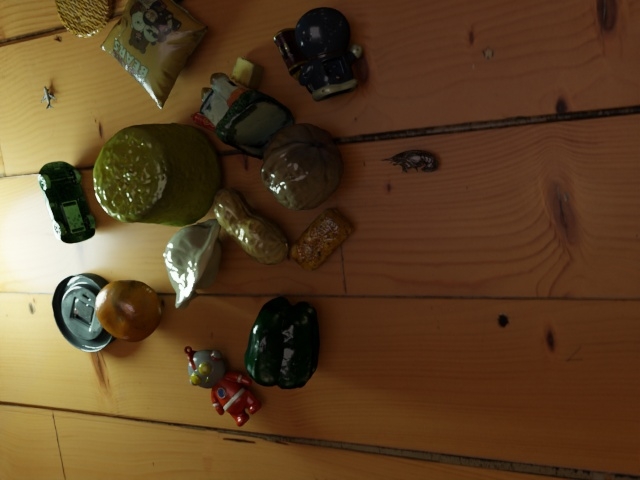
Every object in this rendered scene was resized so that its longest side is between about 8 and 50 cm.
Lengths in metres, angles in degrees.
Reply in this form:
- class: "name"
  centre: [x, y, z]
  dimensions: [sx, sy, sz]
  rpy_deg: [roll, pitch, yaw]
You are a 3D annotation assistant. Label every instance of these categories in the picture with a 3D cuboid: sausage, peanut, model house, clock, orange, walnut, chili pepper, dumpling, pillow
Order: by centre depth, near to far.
- class: "clock"
  centre: [0.022, -0.529, 1.585]
  dimensions: [0.200, 0.146, 0.243]
  rpy_deg: [-16, 97, -8]
- class: "walnut"
  centre: [-0.058, -0.211, 1.641]
  dimensions: [0.248, 0.248, 0.248]
  rpy_deg: [5, 102, 22]
- class: "model house"
  centre: [-0.259, -0.401, 1.690]
  dimensions: [0.291, 0.253, 0.184]
  rpy_deg: [41, 106, 23]
- class: "chili pepper"
  centre: [-0.113, 0.318, 1.770]
  dimensions: [0.233, 0.248, 0.256]
  rpy_deg: [9, 104, -3]
- class: "peanut"
  centre: [-0.226, -0.045, 1.791]
  dimensions: [0.305, 0.147, 0.147]
  rpy_deg: [42, 113, 13]
- class: "pillow"
  centre: [-0.539, -0.643, 1.806]
  dimensions: [0.310, 0.119, 0.312]
  rpy_deg: [43, 115, 5]
- class: "sausage"
  centre: [-0.361, -0.384, 1.828]
  dimensions: [0.145, 0.048, 0.050]
  rpy_deg: [26, 104, 18]
- class: "dumpling"
  centre: [-0.425, 0.079, 1.846]
  dimensions: [0.187, 0.243, 0.318]
  rpy_deg: [20, 123, -13]
- class: "orange"
  centre: [-0.679, 0.244, 2.013]
  dimensions: [0.240, 0.171, 0.240]
  rpy_deg: [7, 116, 16]
- class: "clock"
  centre: [-0.896, 0.274, 2.170]
  dimensions: [0.313, 0.061, 0.312]
  rpy_deg: [5, 102, 22]

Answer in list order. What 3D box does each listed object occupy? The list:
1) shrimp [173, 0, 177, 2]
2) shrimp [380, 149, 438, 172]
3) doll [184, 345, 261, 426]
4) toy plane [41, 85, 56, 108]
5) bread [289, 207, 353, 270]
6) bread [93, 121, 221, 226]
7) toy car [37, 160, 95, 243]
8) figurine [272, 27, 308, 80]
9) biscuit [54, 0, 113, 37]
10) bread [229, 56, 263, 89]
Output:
- class: "shrimp"
  centre: [-0.485, -0.791, 1.809]
  dimensions: [0.108, 0.023, 0.059]
  rpy_deg: [9, 95, 20]
- class: "shrimp"
  centre: [0.252, -0.223, 1.601]
  dimensions: [0.165, 0.056, 0.065]
  rpy_deg: [1, 107, 25]
- class: "doll"
  centre: [-0.356, 0.491, 1.967]
  dimensions: [0.336, 0.105, 0.200]
  rpy_deg: [45, 113, 7]
- class: "toy plane"
  centre: [-1.001, -0.524, 2.073]
  dimensions: [0.078, 0.024, 0.084]
  rpy_deg: [-4, 93, 24]
- class: "bread"
  centre: [0.000, 0.000, 1.737]
  dimensions: [0.114, 0.083, 0.211]
  rpy_deg: [43, 115, 5]
- class: "bread"
  centre: [-0.521, -0.199, 1.785]
  dimensions: [0.348, 0.308, 0.348]
  rpy_deg: [4, 102, 22]
- class: "toy car"
  centre: [-0.941, -0.133, 2.073]
  dimensions: [0.125, 0.136, 0.306]
  rpy_deg: [-16, 93, 46]
- class: "figurine"
  centre: [-0.082, -0.544, 1.652]
  dimensions: [0.082, 0.098, 0.154]
  rpy_deg: [-26, 87, 21]
- class: "biscuit"
  centre: [-0.806, -0.823, 1.927]
  dimensions: [0.254, 0.035, 0.254]
  rpy_deg: [5, 102, 23]
- class: "bread"
  centre: [-0.237, -0.520, 1.729]
  dimensions: [0.109, 0.080, 0.084]
  rpy_deg: [26, 107, 13]
